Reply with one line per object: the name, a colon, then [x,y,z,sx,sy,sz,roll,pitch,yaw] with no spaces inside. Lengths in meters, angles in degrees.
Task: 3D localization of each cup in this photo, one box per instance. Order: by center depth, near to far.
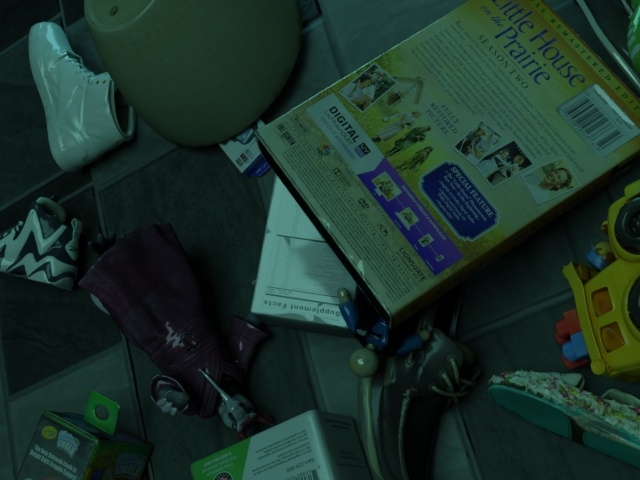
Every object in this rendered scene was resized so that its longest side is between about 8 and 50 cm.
cup: [-0.229,-0.346,1.495,0.331,0.237,0.331,-13,63,28]

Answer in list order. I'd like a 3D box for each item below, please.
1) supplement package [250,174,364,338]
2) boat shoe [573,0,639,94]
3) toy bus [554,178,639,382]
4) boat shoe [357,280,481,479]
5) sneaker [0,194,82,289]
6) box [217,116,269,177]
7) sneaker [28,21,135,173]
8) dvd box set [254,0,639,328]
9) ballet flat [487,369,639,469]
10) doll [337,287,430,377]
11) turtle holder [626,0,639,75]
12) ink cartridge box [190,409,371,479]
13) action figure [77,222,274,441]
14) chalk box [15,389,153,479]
supplement package: [0.000,0.000,1.292,0.139,0.134,0.244,9,79,9]
boat shoe: [0.395,-0.294,1.217,0.095,0.112,0.335,-36,58,21]
toy bus: [0.363,0.064,1.127,0.211,0.149,0.220,-28,60,38]
boat shoe: [0.132,0.155,1.224,0.130,0.132,0.355,-5,74,27]
sneaker: [-0.512,-0.011,1.662,0.235,0.094,0.153,11,80,31]
box: [-0.120,-0.165,1.522,0.081,0.028,0.136,-46,57,10]
sneaker: [-0.412,-0.282,1.684,0.169,0.108,0.292,-23,75,21]
dvd box set: [0.172,-0.126,1.201,0.420,0.062,0.307,-34,69,-9]
ballet flat: [0.323,0.205,1.142,0.241,0.091,0.077,22,57,28]
doll: [0.082,0.084,1.181,0.129,0.046,0.189,22,71,7]
turtle holder: [0.507,-0.181,1.059,0.320,0.243,0.227,19,64,44]
ink cartridge box: [-0.028,0.399,1.248,0.211,0.121,0.289,-27,64,21]
action figure: [-0.214,0.157,1.386,0.370,0.248,0.276,55,141,5]
chalk box: [-0.359,0.341,1.450,0.132,0.132,0.213,19,84,33]
